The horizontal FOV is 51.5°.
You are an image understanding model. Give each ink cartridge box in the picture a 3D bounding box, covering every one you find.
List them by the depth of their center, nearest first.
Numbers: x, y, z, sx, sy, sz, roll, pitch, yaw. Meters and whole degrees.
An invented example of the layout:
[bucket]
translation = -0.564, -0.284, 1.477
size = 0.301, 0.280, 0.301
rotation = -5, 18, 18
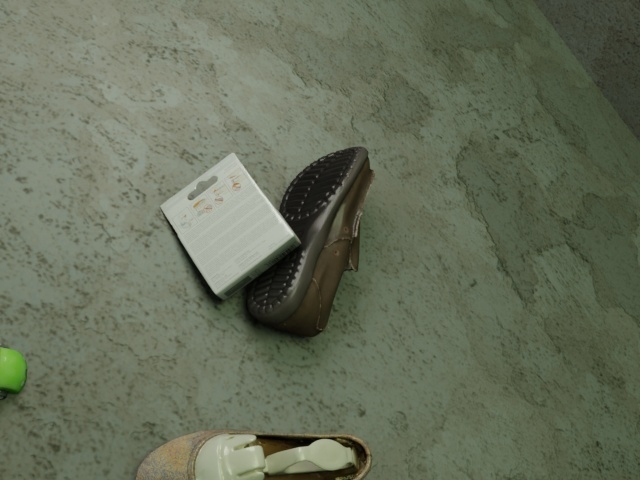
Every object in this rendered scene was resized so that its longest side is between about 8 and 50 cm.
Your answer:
[ink cartridge box]
translation = -0.137, -0.022, 0.993
size = 0.145, 0.045, 0.179
rotation = -37, 64, 0

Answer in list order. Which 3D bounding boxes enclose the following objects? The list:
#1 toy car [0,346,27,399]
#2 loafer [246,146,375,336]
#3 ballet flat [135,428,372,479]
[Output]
[toy car]
translation = -0.444, 0.135, 0.736
size = 0.225, 0.053, 0.239
rotation = 8, 59, -28
[loafer]
translation = 0.000, 0.000, 1.073
size = 0.130, 0.134, 0.365
rotation = 49, 53, -34
[ballet flat]
translation = -0.070, 0.284, 0.849
size = 0.316, 0.106, 0.107
rotation = 4, 61, -30
